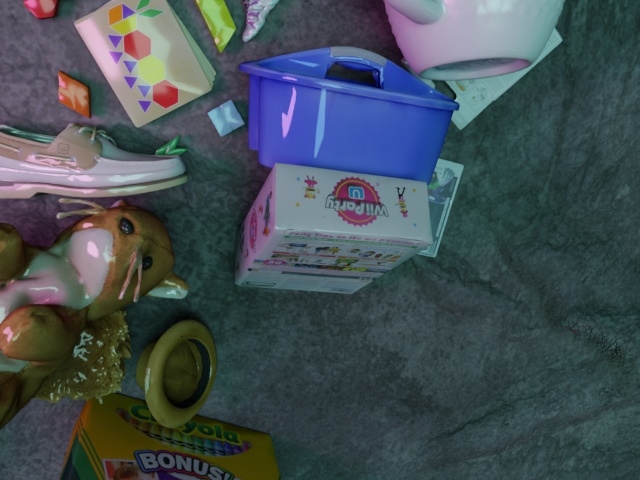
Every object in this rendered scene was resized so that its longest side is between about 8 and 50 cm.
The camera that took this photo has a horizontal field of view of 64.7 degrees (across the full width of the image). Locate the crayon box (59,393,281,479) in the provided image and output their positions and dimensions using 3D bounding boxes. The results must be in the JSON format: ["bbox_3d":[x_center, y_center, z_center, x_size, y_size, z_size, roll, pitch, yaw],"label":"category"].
[{"bbox_3d":[-0.235,0.418,0.834,0.362,0.313,0.106,24,101,-22],"label":"crayon box"}]

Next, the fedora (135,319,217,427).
[{"bbox_3d":[-0.258,0.225,0.878,0.079,0.194,0.195,5,109,23],"label":"fedora"}]

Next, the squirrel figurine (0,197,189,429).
[{"bbox_3d":[-0.388,0.098,0.720,0.370,0.397,0.281,-38,79,-29],"label":"squirrel figurine"}]

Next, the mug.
[{"bbox_3d":[0.179,-0.403,0.682,0.373,0.276,0.329,-10,100,-42],"label":"mug"}]

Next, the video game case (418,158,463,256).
[{"bbox_3d":[0.171,-0.072,0.966,0.173,0.022,0.191,11,103,-19],"label":"video game case"}]

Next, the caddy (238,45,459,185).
[{"bbox_3d":[0.042,-0.201,0.774,0.340,0.241,0.179,4,109,-18],"label":"caddy"}]

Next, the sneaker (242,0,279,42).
[{"bbox_3d":[-0.112,-0.366,0.788,0.069,0.038,0.098,33,85,-21],"label":"sneaker"}]

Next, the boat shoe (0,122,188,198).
[{"bbox_3d":[-0.351,-0.120,0.741,0.301,0.113,0.104,-3,103,-9],"label":"boat shoe"}]

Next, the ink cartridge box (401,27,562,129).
[{"bbox_3d":[0.285,-0.351,0.913,0.232,0.066,0.189,-40,115,21],"label":"ink cartridge box"}]

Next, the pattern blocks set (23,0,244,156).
[{"bbox_3d":[-0.266,-0.285,0.770,0.285,0.026,0.325,-22,111,-9],"label":"pattern blocks set"}]

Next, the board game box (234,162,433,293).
[{"bbox_3d":[0.000,0.000,0.788,0.223,0.303,0.098,5,71,-18],"label":"board game box"}]
